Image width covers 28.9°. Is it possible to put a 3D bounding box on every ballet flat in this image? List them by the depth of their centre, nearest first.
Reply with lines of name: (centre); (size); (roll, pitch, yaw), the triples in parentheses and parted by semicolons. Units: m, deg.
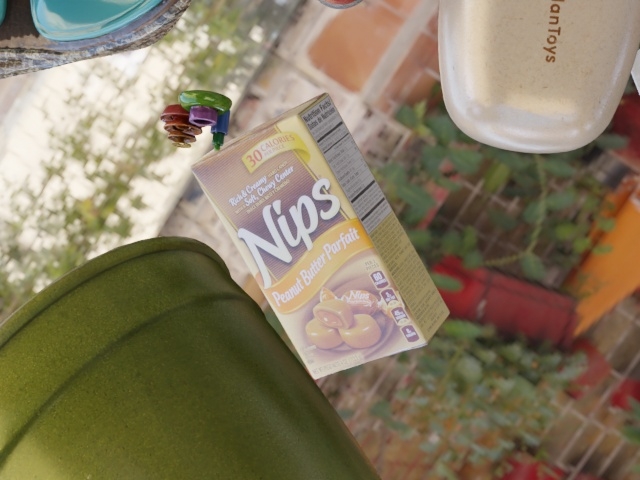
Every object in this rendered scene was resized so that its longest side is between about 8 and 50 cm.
ballet flat: (-0.284, -0.248, 1.315); (0.482, 0.164, 0.182); (-9, 170, 28)

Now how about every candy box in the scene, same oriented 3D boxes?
candy box: (0.000, 0.000, 1.521); (0.316, 0.183, 0.087); (60, -144, -11)

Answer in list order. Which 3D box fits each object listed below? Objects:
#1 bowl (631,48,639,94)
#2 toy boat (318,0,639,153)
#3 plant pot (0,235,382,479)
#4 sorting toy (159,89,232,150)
bowl: (0.493, -0.220, 1.606); (0.289, 0.156, 0.289); (50, -153, -38)
toy boat: (0.142, -0.229, 1.164); (0.318, 0.267, 0.148); (11, -169, -1)
plant pot: (-0.096, 0.244, 1.051); (0.353, 0.366, 0.366); (39, -169, 25)
sorting toy: (-0.117, -0.111, 1.196); (0.061, 0.042, 0.102); (11, 167, -25)
